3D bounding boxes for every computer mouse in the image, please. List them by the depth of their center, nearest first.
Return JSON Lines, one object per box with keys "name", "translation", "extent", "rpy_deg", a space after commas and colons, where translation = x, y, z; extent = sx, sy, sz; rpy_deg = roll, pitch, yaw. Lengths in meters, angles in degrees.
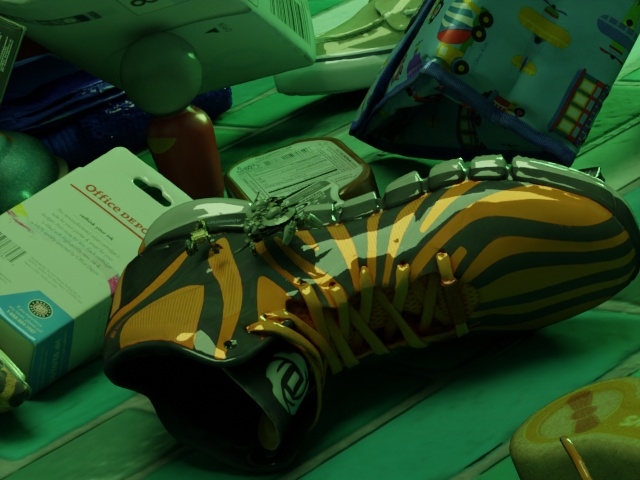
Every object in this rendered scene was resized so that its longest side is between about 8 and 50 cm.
{"name": "computer mouse", "translation": [0.000, 0.000, 1.364], "extent": [0.106, 0.042, 0.193], "rpy_deg": [-29, 13, 1]}

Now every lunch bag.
{"name": "lunch bag", "translation": [0.133, -0.173, 1.550], "extent": [0.221, 0.138, 0.293], "rpy_deg": [-62, 14, -11]}

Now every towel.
{"name": "towel", "translation": [-0.257, -0.125, 1.935], "extent": [0.308, 0.076, 0.227], "rpy_deg": [-21, 19, -16]}

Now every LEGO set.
{"name": "LEGO set", "translation": [-0.041, -0.012, 1.140], "extent": [0.083, 0.023, 0.054], "rpy_deg": [-16, 29, 7]}

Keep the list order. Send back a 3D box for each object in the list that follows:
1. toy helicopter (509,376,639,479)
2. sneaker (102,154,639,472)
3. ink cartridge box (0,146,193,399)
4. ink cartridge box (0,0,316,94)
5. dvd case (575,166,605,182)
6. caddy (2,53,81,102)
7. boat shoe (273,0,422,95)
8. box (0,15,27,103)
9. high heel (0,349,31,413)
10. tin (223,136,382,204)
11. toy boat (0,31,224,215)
{"name": "toy helicopter", "translation": [0.182, 0.110, 0.855], "extent": [0.235, 0.140, 0.355], "rpy_deg": [-34, 13, -22]}
{"name": "sneaker", "translation": [0.024, 0.053, 1.144], "extent": [0.321, 0.125, 0.180], "rpy_deg": [-9, 31, 18]}
{"name": "ink cartridge box", "translation": [-0.170, 0.018, 1.373], "extent": [0.104, 0.062, 0.181], "rpy_deg": [37, 49, 21]}
{"name": "ink cartridge box", "translation": [-0.233, -0.178, 1.688], "extent": [0.385, 0.091, 0.308], "rpy_deg": [-15, -14, 16]}
{"name": "dvd case", "translation": [0.099, 0.007, 1.340], "extent": [0.164, 0.018, 0.221], "rpy_deg": [-9, 19, 19]}
{"name": "caddy", "translation": [-0.271, -0.261, 2.009], "extent": [0.241, 0.179, 0.341], "rpy_deg": [-20, -1, 4]}
{"name": "boat shoe", "translation": [0.097, -0.207, 1.836], "extent": [0.302, 0.094, 0.109], "rpy_deg": [-16, 11, -6]}
{"name": "box", "translation": [-0.289, -0.063, 1.415], "extent": [0.147, 0.077, 0.180], "rpy_deg": [-43, 29, 56]}
{"name": "high heel", "translation": [-0.318, 0.120, 1.298], "extent": [0.261, 0.093, 0.186], "rpy_deg": [13, 51, 41]}
{"name": "tin", "translation": [-0.017, -0.040, 1.550], "extent": [0.106, 0.040, 0.190], "rpy_deg": [-23, 19, -7]}
{"name": "toy boat", "translation": [-0.238, -0.060, 1.610], "extent": [0.318, 0.148, 0.267], "rpy_deg": [-18, 18, -6]}
